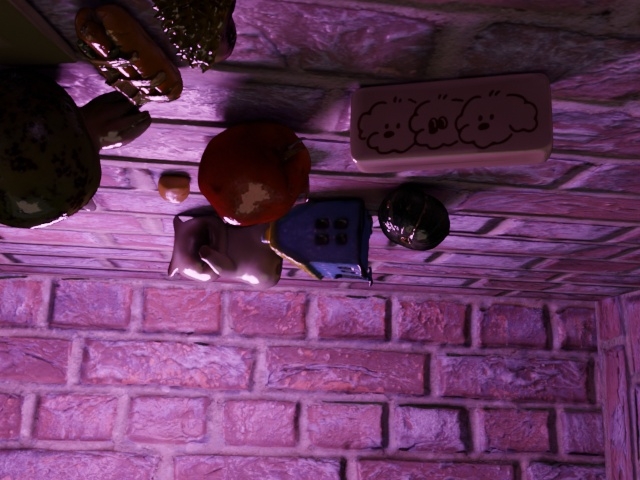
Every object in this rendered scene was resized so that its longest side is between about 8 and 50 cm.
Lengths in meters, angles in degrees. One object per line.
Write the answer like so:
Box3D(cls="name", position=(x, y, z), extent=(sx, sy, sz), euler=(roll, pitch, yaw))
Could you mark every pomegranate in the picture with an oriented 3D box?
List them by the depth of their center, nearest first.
Box3D(cls="pomegranate", position=(-0.464, -0.179, 1.188), extent=(0.340, 0.285, 0.285), euler=(-26, 174, -17))

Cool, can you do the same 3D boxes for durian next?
Box3D(cls="durian", position=(-0.169, -0.288, 0.907), extent=(0.118, 0.108, 0.186), euler=(6, 166, -19))

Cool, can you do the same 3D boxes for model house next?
Box3D(cls="model house", position=(0.000, 0.000, 1.927), extent=(0.303, 0.216, 0.237), euler=(4, 168, 12))

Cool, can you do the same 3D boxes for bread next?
Box3D(cls="bread", position=(-0.374, -0.126, 1.737), extent=(0.082, 0.056, 0.115), euler=(4, 167, -14))

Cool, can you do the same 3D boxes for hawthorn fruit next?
Box3D(cls="hawthorn fruit", position=(-0.113, -0.146, 1.336), extent=(0.211, 0.212, 0.299), euler=(11, 154, -36))

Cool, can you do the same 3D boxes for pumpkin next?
Box3D(cls="pumpkin", position=(0.241, -0.055, 1.760), extent=(0.190, 0.146, 0.190), euler=(34, 156, 17))

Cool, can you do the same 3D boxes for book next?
Box3D(cls="book", position=(-0.577, -0.315, 1.007), extent=(0.351, 0.035, 0.239), euler=(0, 168, 7))

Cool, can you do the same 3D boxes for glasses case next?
Box3D(cls="glasses case", position=(0.220, -0.198, 1.169), extent=(0.336, 0.144, 0.076), euler=(-3, 166, 14))

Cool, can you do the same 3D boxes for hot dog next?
Box3D(cls="hot dog", position=(-0.297, -0.278, 1.055), extent=(0.109, 0.072, 0.269), euler=(-4, 167, 12))

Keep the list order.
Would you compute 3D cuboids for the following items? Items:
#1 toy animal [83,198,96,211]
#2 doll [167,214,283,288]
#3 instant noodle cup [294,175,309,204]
Box3D(cls="toy animal", position=(-0.633, -0.132, 1.593), extent=(0.192, 0.128, 0.178), euler=(-7, 166, 29))
Box3D(cls="doll", position=(-0.265, 0.031, 2.061), extent=(0.370, 0.215, 0.226), euler=(3, -177, -16))
Box3D(cls="instant noodle cup", position=(-0.100, -0.128, 1.588), extent=(0.135, 0.127, 0.127), euler=(-3, 168, -15))
